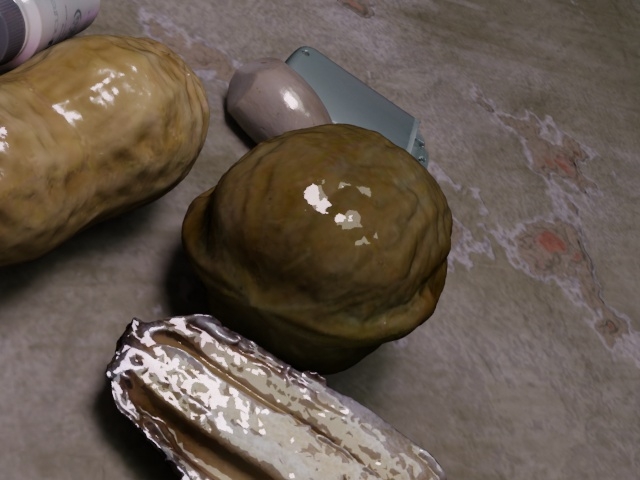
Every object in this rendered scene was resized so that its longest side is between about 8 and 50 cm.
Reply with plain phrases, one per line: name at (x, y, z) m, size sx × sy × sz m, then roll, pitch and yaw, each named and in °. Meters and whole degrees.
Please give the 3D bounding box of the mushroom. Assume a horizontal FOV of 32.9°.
mushroom at (-0.026, -0.125, 1.271) m, size 0.097 × 0.088 × 0.212 m, roll -32°, pitch 84°, yaw -43°

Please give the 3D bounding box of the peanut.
peanut at (-0.229, -0.084, 0.959) m, size 0.169 × 0.192 × 0.387 m, roll 58°, pitch 35°, yaw -5°

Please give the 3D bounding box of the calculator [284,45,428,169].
calculator at (0.038, -0.160, 1.397) m, size 0.246 × 0.045 × 0.141 m, roll 33°, pitch 38°, yaw -12°

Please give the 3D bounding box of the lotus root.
lotus root at (-0.049, 0.190, 0.948) m, size 0.329 × 0.078 × 0.167 m, roll 36°, pitch 51°, yaw -2°

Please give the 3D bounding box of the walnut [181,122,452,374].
walnut at (0.000, 0.000, 1.053) m, size 0.283 × 0.227 × 0.283 m, roll 14°, pitch 33°, yaw -9°

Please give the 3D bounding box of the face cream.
face cream at (-0.293, -0.217, 1.039) m, size 0.092 × 0.092 × 0.311 m, roll 36°, pitch 17°, yaw -8°
